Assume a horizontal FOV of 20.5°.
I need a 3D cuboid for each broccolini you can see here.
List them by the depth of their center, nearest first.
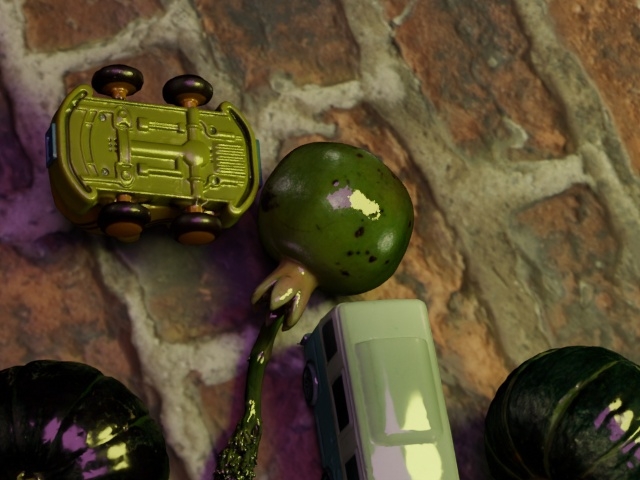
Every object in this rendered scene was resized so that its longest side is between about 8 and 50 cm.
[{"bbox_3d":[-0.074,0.176,1.965,0.054,0.051,0.239,46,44,-40],"label":"broccolini"}]

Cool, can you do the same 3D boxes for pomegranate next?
[{"bbox_3d":[0.001,0.000,1.993,0.187,0.187,0.225,33,73,3],"label":"pomegranate"}]

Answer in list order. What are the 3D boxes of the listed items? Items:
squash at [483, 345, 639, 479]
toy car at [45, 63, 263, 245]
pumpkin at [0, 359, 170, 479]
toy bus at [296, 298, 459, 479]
[{"bbox_3d":[0.294,0.231,1.907,0.165,0.252,0.252,-36,77,-31],"label":"squash"},{"bbox_3d":[-0.197,-0.080,1.997,0.248,0.142,0.200,9,63,-21],"label":"toy car"},{"bbox_3d":[-0.279,0.242,1.785,0.250,0.216,0.250,0,90,9],"label":"pumpkin"},{"bbox_3d":[0.070,0.203,1.912,0.133,0.165,0.271,-3,65,-16],"label":"toy bus"}]
